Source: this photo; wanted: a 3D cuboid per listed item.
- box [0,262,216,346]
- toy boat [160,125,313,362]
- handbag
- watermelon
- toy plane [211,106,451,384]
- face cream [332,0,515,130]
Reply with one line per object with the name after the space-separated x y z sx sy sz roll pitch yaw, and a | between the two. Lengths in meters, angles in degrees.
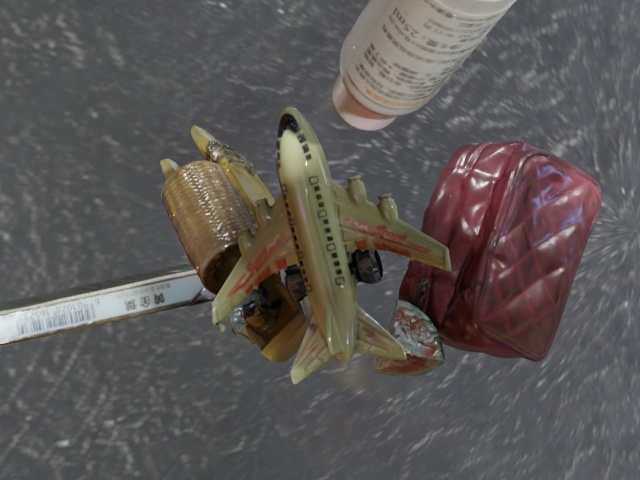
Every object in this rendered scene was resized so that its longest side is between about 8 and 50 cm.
-0.258 0.073 1.728 0.324 0.180 0.047 -11 93 -20 | box
-0.090 -0.002 1.432 0.089 0.115 0.310 -45 43 18 | toy boat
0.186 0.009 1.486 0.135 0.146 0.225 9 76 50 | handbag
0.079 0.111 1.443 0.085 0.061 0.085 0 89 29 | watermelon
0.000 0.000 1.287 0.229 0.092 0.244 -13 82 15 | toy plane
0.067 -0.148 0.999 0.082 0.269 0.082 5 73 -15 | face cream
